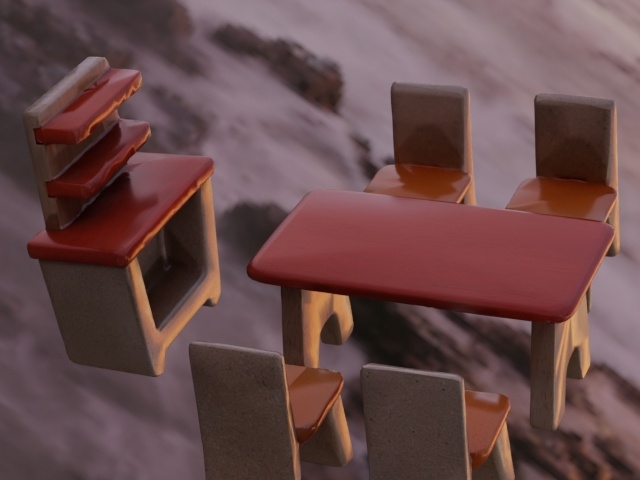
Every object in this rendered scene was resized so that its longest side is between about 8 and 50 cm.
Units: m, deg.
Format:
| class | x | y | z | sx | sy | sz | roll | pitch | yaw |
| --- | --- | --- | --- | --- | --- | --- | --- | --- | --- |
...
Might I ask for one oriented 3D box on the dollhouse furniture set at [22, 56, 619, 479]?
| class | x | y | z | sx | sy | sz | roll | pitch | yaw |
| --- | --- | --- | --- | --- | --- | --- | --- | --- | --- |
| dollhouse furniture set | 0.000 | 0.000 | 0.827 | 0.259 | 0.135 | 0.262 | 7 | 31 | 21 |
